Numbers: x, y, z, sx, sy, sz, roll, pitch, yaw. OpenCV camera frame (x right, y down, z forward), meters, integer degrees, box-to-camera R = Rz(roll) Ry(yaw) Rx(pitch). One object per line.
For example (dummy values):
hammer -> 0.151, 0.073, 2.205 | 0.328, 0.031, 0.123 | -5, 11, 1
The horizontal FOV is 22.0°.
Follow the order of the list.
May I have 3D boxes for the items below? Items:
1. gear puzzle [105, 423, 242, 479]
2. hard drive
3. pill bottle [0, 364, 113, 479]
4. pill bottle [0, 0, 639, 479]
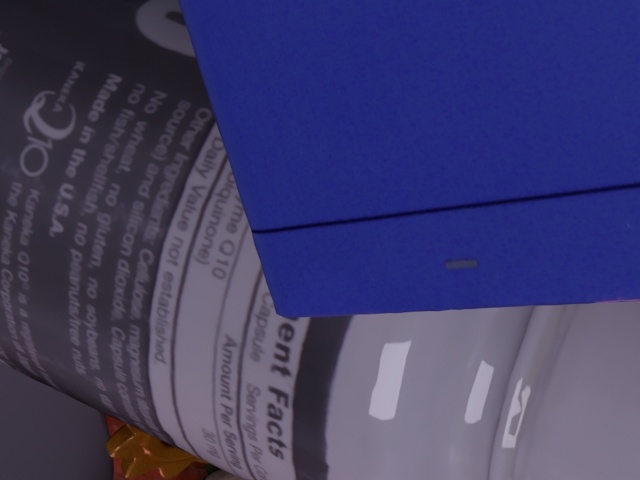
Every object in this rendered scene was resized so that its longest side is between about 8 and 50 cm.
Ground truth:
gear puzzle -> -0.065, 0.152, 0.906 | 0.175, 0.044, 0.339 | -25, 149, -10
hard drive -> 0.012, -0.137, 0.446 | 0.210, 0.040, 0.318 | -6, 103, 54
pill bottle -> -0.309, 0.190, 0.996 | 0.224, 0.224, 0.392 | 40, 130, -17
pill bottle -> 0.000, 0.000, 0.677 | 0.361, 0.204, 0.204 | 22, 136, 23
